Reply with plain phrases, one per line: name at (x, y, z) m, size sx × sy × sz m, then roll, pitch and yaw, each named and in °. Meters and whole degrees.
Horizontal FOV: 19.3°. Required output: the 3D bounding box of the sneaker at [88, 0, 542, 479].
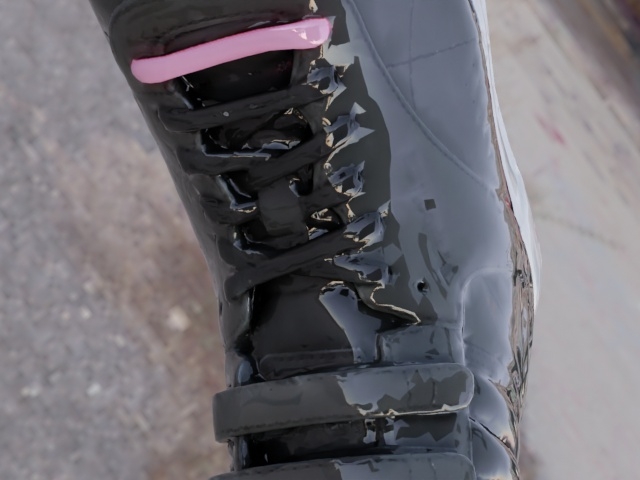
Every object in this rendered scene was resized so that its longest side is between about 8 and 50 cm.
sneaker at (0.000, 0.000, 0.526) m, size 0.296 × 0.104 × 0.147 m, roll 61°, pitch 27°, yaw -47°
